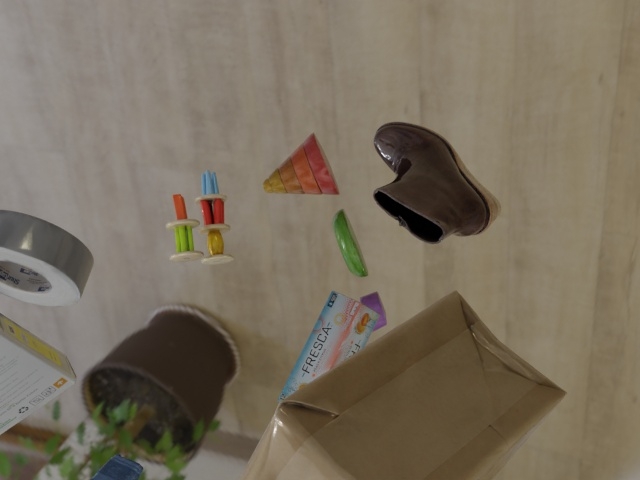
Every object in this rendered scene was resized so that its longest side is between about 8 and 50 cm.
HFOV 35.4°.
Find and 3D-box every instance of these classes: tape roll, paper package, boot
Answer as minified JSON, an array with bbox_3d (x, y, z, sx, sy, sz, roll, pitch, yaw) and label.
[{"bbox_3d":[-0.507,0.034,1.731,0.219,0.072,0.219,11,152,6],"label":"tape roll"},{"bbox_3d":[0.053,0.255,1.051,0.168,0.309,0.324,43,133,19],"label":"paper package"},{"bbox_3d":[0.135,-0.091,1.457,0.248,0.207,0.090,39,119,23],"label":"boot"}]

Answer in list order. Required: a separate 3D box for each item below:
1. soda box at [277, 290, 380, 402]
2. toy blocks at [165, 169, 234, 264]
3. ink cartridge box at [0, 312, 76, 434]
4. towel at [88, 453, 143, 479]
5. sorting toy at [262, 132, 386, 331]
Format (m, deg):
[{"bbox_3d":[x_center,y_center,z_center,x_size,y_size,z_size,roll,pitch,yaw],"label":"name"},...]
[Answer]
[{"bbox_3d":[0.012,0.171,1.461,0.063,0.183,0.058,23,172,38],"label":"soda box"},{"bbox_3d":[-0.192,-0.041,1.567,0.054,0.123,0.148,-17,75,35],"label":"toy blocks"},{"bbox_3d":[-0.544,0.214,1.394,0.072,0.304,0.307,56,179,33],"label":"ink cartridge box"},{"bbox_3d":[-0.341,0.396,1.602,0.067,0.119,0.029,14,133,35],"label":"towel"},{"bbox_3d":[0.000,0.000,1.771,0.126,0.127,0.365,-20,87,5],"label":"sorting toy"}]
